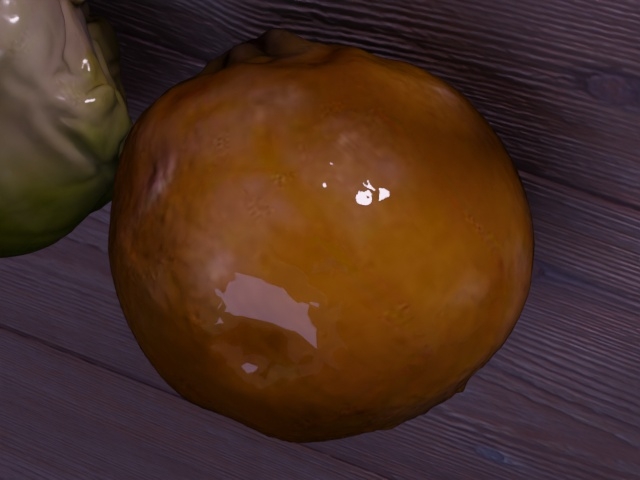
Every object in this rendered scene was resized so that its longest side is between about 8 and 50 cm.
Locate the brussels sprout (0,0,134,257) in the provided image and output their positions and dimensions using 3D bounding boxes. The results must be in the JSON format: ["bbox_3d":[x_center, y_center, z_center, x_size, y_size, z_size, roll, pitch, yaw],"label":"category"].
[{"bbox_3d":[-0.299,-0.136,1.357,0.344,0.268,0.344,-1,141,-1],"label":"brussels sprout"}]

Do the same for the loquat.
[{"bbox_3d":[0.000,0.000,1.273,0.328,0.328,0.328,17,140,15],"label":"loquat"}]
